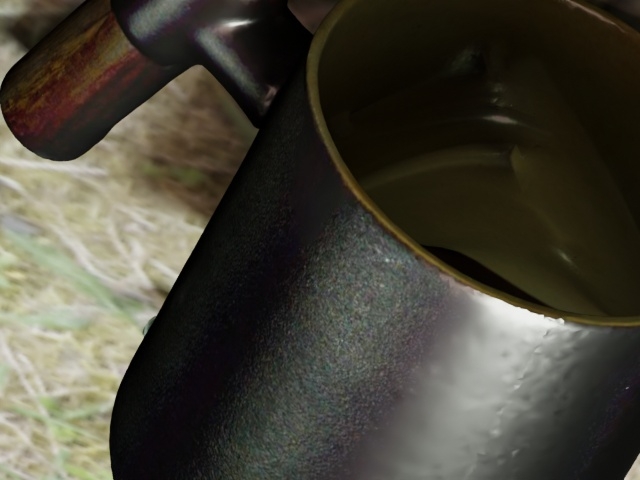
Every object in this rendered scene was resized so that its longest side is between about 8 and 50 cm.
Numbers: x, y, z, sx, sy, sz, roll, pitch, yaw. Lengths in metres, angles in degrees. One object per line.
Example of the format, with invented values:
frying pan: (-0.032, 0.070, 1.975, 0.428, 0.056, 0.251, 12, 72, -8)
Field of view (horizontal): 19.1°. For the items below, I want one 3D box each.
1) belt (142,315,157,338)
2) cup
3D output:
belt: (0.018, 0.086, 0.747, 0.179, 0.065, 0.100, 7, 147, 9)
cup: (0.000, 0.013, 0.593, 0.239, 0.166, 0.177, 21, 136, -5)
